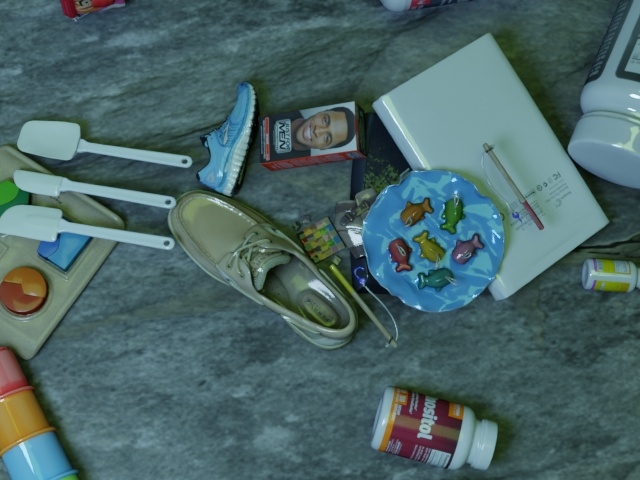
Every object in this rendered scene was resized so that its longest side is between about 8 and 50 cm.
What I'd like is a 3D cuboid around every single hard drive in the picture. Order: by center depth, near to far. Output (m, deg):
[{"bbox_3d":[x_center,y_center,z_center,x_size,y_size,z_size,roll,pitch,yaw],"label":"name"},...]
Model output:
[{"bbox_3d":[0.231,-0.102,1.528,0.203,0.040,0.307,-33,91,-23],"label":"hard drive"},{"bbox_3d":[0.127,-0.053,1.554,0.172,0.054,0.254,3,78,-2],"label":"hard drive"}]

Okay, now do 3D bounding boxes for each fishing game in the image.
[{"bbox_3d":[0.147,-0.002,1.453,0.264,0.041,0.189,-34,94,-4],"label":"fishing game"}]

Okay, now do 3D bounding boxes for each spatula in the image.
[{"bbox_3d":[-0.298,-0.071,1.520,0.242,0.019,0.168,8,69,7],"label":"spatula"}]

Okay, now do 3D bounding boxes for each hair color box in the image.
[{"bbox_3d":[-0.012,-0.141,1.548,0.141,0.043,0.071,-7,77,20],"label":"hair color box"}]

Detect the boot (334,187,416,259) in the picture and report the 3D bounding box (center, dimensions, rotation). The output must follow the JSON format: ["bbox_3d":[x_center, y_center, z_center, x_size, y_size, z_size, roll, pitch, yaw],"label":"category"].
[{"bbox_3d":[0.078,-0.027,1.498,0.119,0.042,0.086,-13,78,-5],"label":"boot"}]

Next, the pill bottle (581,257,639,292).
[{"bbox_3d":[0.400,0.048,1.548,0.083,0.043,0.043,5,78,-1],"label":"pill bottle"}]

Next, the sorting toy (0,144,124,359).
[{"bbox_3d":[-0.449,-0.013,1.530,0.307,0.041,0.229,32,78,5],"label":"sorting toy"}]

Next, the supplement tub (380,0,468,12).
[{"bbox_3d":[0.206,-0.426,1.568,0.272,0.191,0.191,-10,78,-4],"label":"supplement tub"}]

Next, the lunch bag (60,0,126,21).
[{"bbox_3d":[-0.313,-0.424,1.499,0.120,0.293,0.258,-11,78,-9],"label":"lunch bag"}]

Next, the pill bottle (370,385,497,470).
[{"bbox_3d":[0.147,0.246,1.473,0.152,0.086,0.086,14,78,0],"label":"pill bottle"}]

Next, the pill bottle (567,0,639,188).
[{"bbox_3d":[0.451,-0.223,1.549,0.161,0.161,0.283,24,78,3],"label":"pill bottle"}]

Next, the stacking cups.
[{"bbox_3d":[-0.357,0.283,1.440,0.096,0.096,0.316,-27,81,-8],"label":"stacking cups"}]

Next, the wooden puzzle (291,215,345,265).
[{"bbox_3d":[0.000,0.000,1.562,0.049,0.006,0.083,-29,80,-8],"label":"wooden puzzle"}]

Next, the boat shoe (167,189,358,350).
[{"bbox_3d":[-0.074,0.030,1.505,0.302,0.098,0.109,39,79,7],"label":"boat shoe"}]

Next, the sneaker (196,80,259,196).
[{"bbox_3d":[-0.128,-0.145,1.561,0.073,0.063,0.162,14,77,4],"label":"sneaker"}]
